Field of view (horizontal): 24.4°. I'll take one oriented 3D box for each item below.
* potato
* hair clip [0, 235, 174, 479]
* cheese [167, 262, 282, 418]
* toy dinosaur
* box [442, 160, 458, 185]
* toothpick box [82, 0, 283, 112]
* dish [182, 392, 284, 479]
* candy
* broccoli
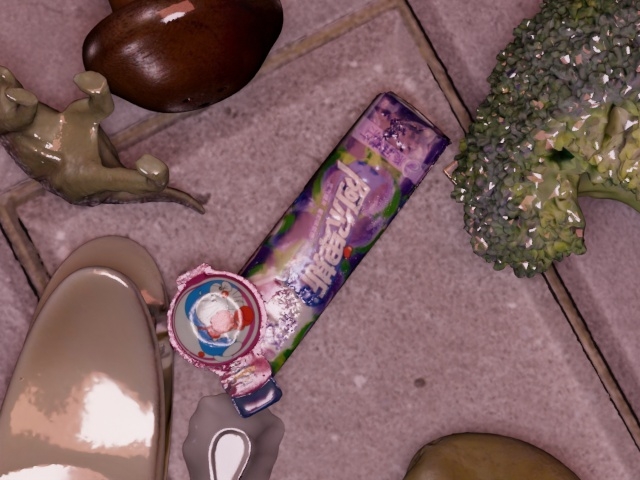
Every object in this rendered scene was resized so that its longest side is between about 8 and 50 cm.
[{"bbox_3d":[0.169,0.279,1.357,0.235,0.160,0.178,44,44,16],"label":"potato"},{"bbox_3d":[-0.216,0.134,1.379,0.172,0.113,0.282,8,89,-2],"label":"hair clip"},{"bbox_3d":[-0.086,0.091,1.360,0.095,0.038,0.145,-28,88,-4],"label":"cheese"},{"bbox_3d":[-0.244,-0.094,1.376,0.294,0.162,0.077,29,61,2],"label":"toy dinosaur"},{"bbox_3d":[0.167,-0.078,1.465,0.083,0.012,0.046,-40,87,-7],"label":"box"},{"bbox_3d":[-0.151,-0.267,1.387,0.192,0.192,0.294,-16,78,-5],"label":"toothpick box"},{"bbox_3d":[-0.089,0.213,1.404,0.091,0.039,0.137,16,82,-2],"label":"dish"},{"bbox_3d":[0.000,0.000,1.422,0.088,0.061,0.312,38,83,-1],"label":"candy"},{"bbox_3d":[0.295,-0.097,1.343,0.375,0.249,0.302,-42,94,1],"label":"broccoli"}]
